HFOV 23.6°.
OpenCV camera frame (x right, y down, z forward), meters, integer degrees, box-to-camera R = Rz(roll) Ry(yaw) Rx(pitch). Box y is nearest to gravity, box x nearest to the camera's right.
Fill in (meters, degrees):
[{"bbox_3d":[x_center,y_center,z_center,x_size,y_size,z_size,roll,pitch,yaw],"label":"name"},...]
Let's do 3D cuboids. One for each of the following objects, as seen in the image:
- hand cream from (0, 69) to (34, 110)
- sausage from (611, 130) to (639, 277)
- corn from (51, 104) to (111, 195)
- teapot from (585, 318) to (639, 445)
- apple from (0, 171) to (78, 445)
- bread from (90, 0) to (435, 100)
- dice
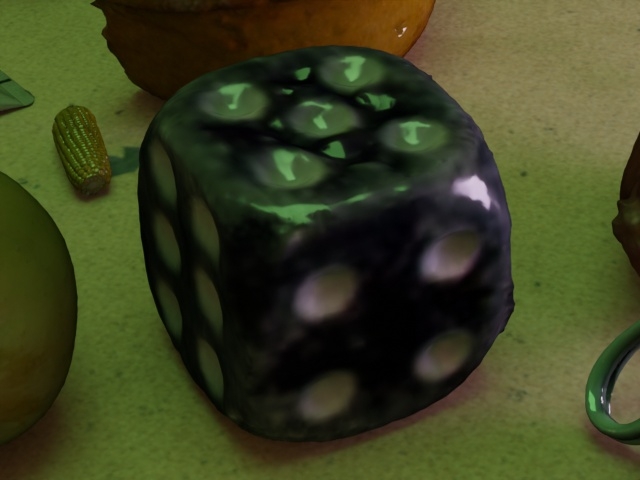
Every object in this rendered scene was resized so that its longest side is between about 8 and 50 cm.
[{"bbox_3d":[-0.338,-0.107,1.181,0.234,0.050,0.080,-15,39,-40],"label":"hand cream"},{"bbox_3d":[0.275,-0.047,1.016,0.148,0.148,0.254,14,46,19],"label":"sausage"},{"bbox_3d":[-0.179,-0.069,1.148,0.037,0.037,0.092,-13,43,-13],"label":"corn"},{"bbox_3d":[0.243,0.101,0.842,0.159,0.159,0.232,-29,32,-29],"label":"teapot"},{"bbox_3d":[-0.237,0.037,0.898,0.200,0.200,0.200,-1,38,1],"label":"apple"},{"bbox_3d":[-0.005,-0.216,1.209,0.179,0.194,0.340,31,50,27],"label":"bread"},{"bbox_3d":[0.000,0.000,0.932,0.183,0.182,0.181,-16,39,-20],"label":"dice"}]
